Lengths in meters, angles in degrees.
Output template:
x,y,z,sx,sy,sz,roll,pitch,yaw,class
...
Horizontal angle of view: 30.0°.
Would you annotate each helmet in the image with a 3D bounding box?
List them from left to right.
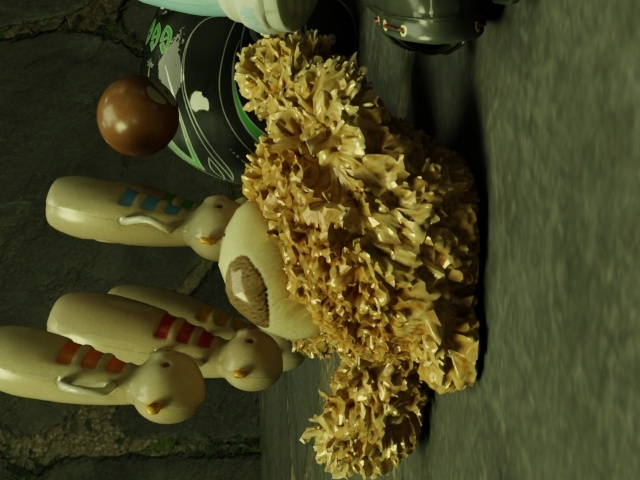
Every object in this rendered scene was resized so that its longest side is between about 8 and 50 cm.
x,y,z,sx,sy,sz,roll,pitch,yaw,class
-0.056,-0.123,0.931,0.169,0.169,0.161,-108,25,-71,helmet

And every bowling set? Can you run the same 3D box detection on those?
x,y,z,sx,sy,sz,roll,pitch,yaw,class
-0.086,0.002,0.761,0.287,0.154,0.199,-38,-42,-80,bowling set

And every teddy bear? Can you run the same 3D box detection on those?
x,y,z,sx,sy,sz,roll,pitch,yaw,class
0.000,0.000,0.661,0.338,0.113,0.245,-105,14,-70,teddy bear

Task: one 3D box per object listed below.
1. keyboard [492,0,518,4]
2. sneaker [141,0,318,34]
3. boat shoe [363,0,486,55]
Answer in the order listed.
x,y,z,sx,sy,sz,roll,pitch,yaw,class
0.060,-0.263,0.452,0.201,0.033,0.317,86,179,-54,keyboard
-0.047,-0.295,0.607,0.135,0.150,0.365,34,-112,-77,sneaker
0.043,-0.102,0.527,0.133,0.049,0.042,-114,20,-82,boat shoe
